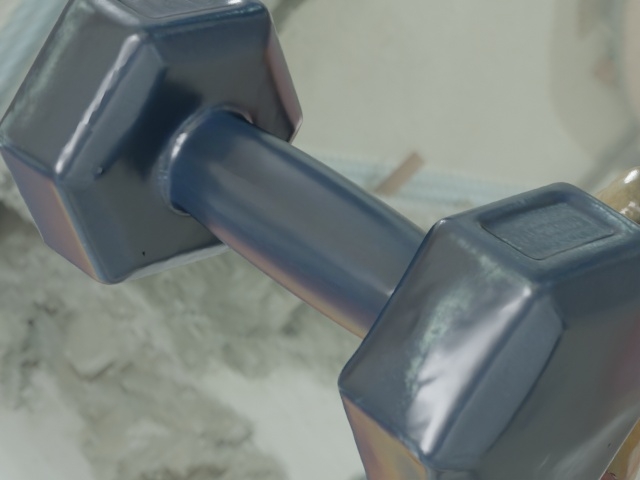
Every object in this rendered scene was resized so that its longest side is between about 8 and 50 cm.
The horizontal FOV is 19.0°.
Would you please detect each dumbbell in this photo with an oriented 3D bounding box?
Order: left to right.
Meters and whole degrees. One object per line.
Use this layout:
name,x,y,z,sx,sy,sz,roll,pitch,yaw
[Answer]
dumbbell,0.001,0.000,0.853,0.144,0.316,0.156,24,-82,-55

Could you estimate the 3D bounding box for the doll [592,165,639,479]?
doll,0.143,0.085,1.110,0.256,0.152,0.196,-56,-36,0
